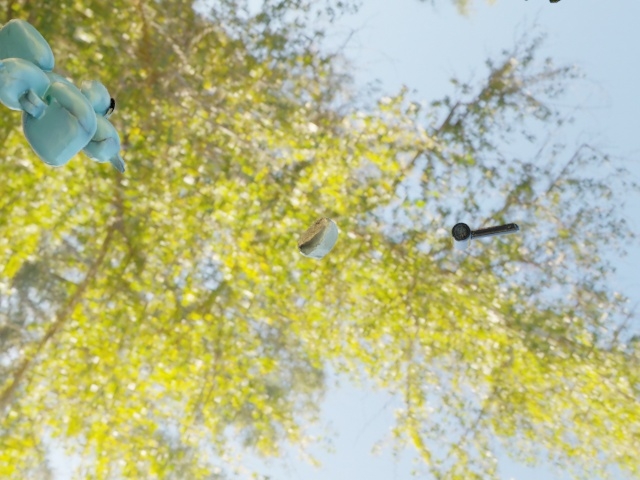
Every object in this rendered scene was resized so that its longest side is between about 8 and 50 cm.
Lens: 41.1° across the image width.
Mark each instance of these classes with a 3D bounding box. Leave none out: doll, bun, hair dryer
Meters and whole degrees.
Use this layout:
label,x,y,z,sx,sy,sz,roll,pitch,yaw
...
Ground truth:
label,x,y,z,sx,sy,sz,roll,pitch,yaw
doll,-0.224,-0.117,0.715,0.059,0.159,0.158,-41,-128,5
bun,0.000,0.000,1.568,0.086,0.055,0.086,-41,-162,16
hair dryer,0.201,-0.009,1.043,0.047,0.083,0.026,58,25,-75

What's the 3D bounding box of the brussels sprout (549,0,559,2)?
label,x,y,z,sx,sy,sz,roll,pitch,yaw
brussels sprout,0.256,-0.385,1.088,0.139,0.100,0.181,-24,-132,2
